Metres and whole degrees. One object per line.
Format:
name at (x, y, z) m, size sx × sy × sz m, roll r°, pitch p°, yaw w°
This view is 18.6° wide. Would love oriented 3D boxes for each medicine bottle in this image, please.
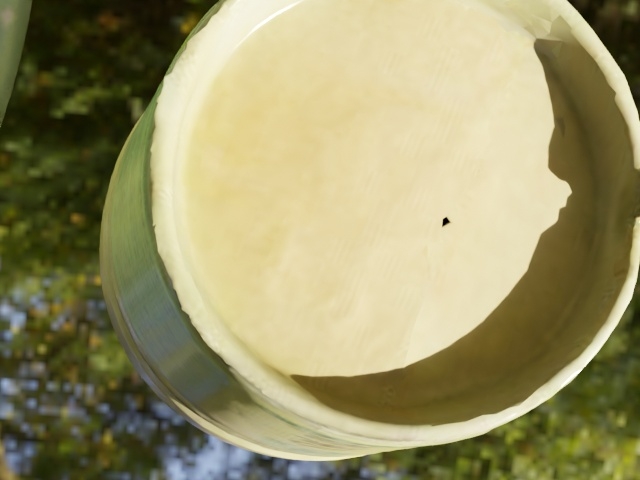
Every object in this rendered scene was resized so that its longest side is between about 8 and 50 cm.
medicine bottle at (0.000, 0.000, 1.051) m, size 0.235 × 0.236 × 0.406 m, roll 3°, pitch 171°, yaw -11°

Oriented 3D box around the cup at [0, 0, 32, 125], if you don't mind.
cup at (-0.269, -0.161, 0.924) m, size 0.163 × 0.347 × 0.347 m, roll 7°, pitch -162°, yaw 11°
